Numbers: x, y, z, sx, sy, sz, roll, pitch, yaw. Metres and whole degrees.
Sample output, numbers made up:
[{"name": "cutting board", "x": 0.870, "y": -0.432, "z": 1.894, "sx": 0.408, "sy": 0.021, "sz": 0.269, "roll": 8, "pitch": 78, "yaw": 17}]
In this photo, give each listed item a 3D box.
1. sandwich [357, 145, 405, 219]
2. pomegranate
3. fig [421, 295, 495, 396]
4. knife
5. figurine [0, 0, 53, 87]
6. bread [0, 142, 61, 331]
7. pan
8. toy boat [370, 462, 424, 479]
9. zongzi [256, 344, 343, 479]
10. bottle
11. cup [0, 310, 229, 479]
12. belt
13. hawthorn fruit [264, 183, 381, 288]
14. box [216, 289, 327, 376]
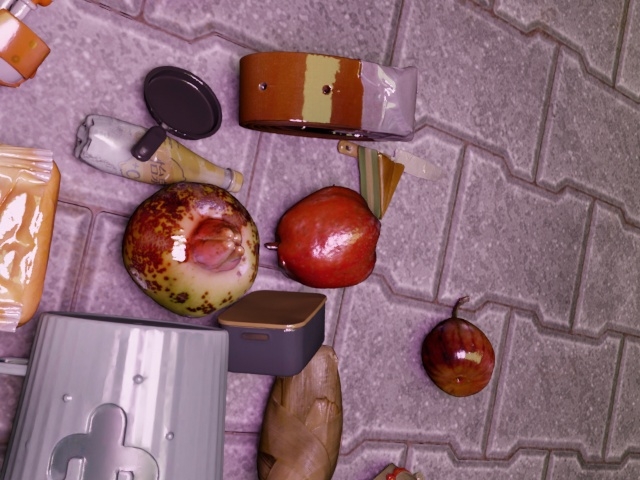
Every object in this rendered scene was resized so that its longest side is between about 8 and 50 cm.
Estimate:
[{"name": "sandwich", "x": 0.095, "y": -0.110, "z": 1.221, "sx": 0.074, "sy": 0.074, "sz": 0.117, "roll": 21, "pitch": 93, "yaw": -37}, {"name": "pomegranate", "x": -0.179, "y": 0.012, "z": 0.953, "sx": 0.214, "sy": 0.248, "sz": 0.214, "roll": 1, "pitch": 87, "yaw": -29}, {"name": "fig", "x": 0.279, "y": 0.225, "z": 1.343, "sx": 0.149, "sy": 0.148, "sz": 0.202, "roll": 30, "pitch": 32, "yaw": -60}, {"name": "knife", "x": 0.157, "y": -0.164, "z": 1.302, "sx": 0.297, "sy": 0.017, "sz": 0.047, "roll": 13, "pitch": 82, "yaw": -33}, {"name": "figurine", "x": -0.453, "y": -0.233, "z": 0.822, "sx": 0.271, "sy": 0.143, "sz": 0.143, "roll": -49, "pitch": 117, "yaw": -23}, {"name": "bread", "x": -0.418, "y": -0.004, "z": 0.854, "sx": 0.107, "sy": 0.136, "sz": 0.241, "roll": 11, "pitch": 84, "yaw": -33}, {"name": "pan", "x": -0.232, "y": -0.184, "z": 0.975, "sx": 0.136, "sy": 0.028, "sz": 0.235, "roll": 40, "pitch": 40, "yaw": -16}, {"name": "toy boat", "x": 0.134, "y": 0.503, "z": 1.285, "sx": 0.185, "sy": 0.089, "sz": 0.071, "roll": -24, "pitch": 66, "yaw": -42}, {"name": "zongzi", "x": -0.030, "y": 0.316, "z": 1.053, "sx": 0.145, "sy": 0.300, "sz": 0.274, "roll": 7, "pitch": 87, "yaw": 0}, {"name": "bottle", "x": -0.242, "y": -0.122, "z": 1.002, "sx": 0.269, "sy": 0.083, "sz": 0.083, "roll": 16, "pitch": 84, "yaw": -38}, {"name": "cup", "x": -0.313, "y": 0.299, "z": 0.854, "sx": 0.400, "sy": 0.310, "sz": 0.393, "roll": 11, "pitch": 82, "yaw": -36}, {"name": "belt", "x": 0.021, "y": -0.240, "z": 1.086, "sx": 0.338, "sy": 0.217, "sz": 0.122, "roll": 0, "pitch": 94, "yaw": -35}, {"name": "hawthorn fruit", "x": 0.000, "y": 0.000, "z": 1.126, "sx": 0.202, "sy": 0.185, "sz": 0.185, "roll": -10, "pitch": 99, "yaw": -16}, {"name": "box", "x": -0.074, "y": 0.149, "z": 1.052, "sx": 0.201, "sy": 0.144, "sz": 0.090, "roll": -36, "pitch": 126, "yaw": -74}]
